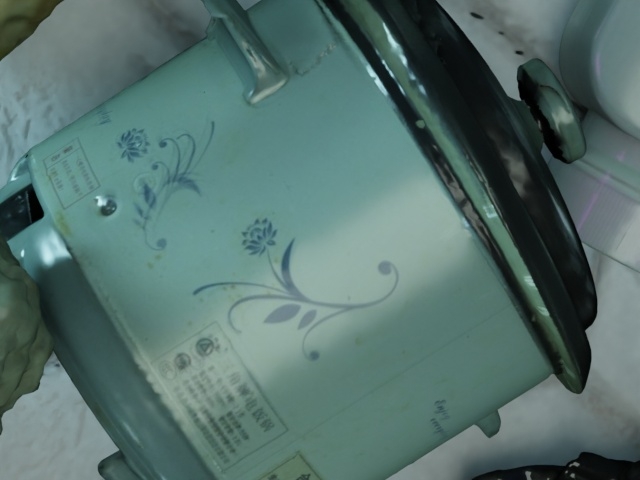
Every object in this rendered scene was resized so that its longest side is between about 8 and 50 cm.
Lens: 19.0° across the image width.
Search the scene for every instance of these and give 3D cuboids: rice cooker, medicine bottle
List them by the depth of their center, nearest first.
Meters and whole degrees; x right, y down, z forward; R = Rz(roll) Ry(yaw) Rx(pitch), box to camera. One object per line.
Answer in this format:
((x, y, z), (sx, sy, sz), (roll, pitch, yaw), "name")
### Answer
((0.000, 0.000, 0.988), (0.316, 0.264, 0.317), (-6, 117, -12), "rice cooker")
((0.233, -0.124, 1.080), (0.161, 0.111, 0.296), (27, 100, -18), "medicine bottle")

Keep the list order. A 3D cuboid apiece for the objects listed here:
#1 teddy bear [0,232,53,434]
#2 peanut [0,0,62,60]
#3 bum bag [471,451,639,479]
((-0.343, 0.046, 0.935), (0.367, 0.357, 0.224), (42, 56, 5), "teddy bear")
((-0.162, -0.192, 0.970), (0.130, 0.130, 0.290), (26, 98, -17), "peanut")
((0.222, 0.170, 1.182), (0.310, 0.074, 0.137), (-16, 121, -1), "bum bag")
